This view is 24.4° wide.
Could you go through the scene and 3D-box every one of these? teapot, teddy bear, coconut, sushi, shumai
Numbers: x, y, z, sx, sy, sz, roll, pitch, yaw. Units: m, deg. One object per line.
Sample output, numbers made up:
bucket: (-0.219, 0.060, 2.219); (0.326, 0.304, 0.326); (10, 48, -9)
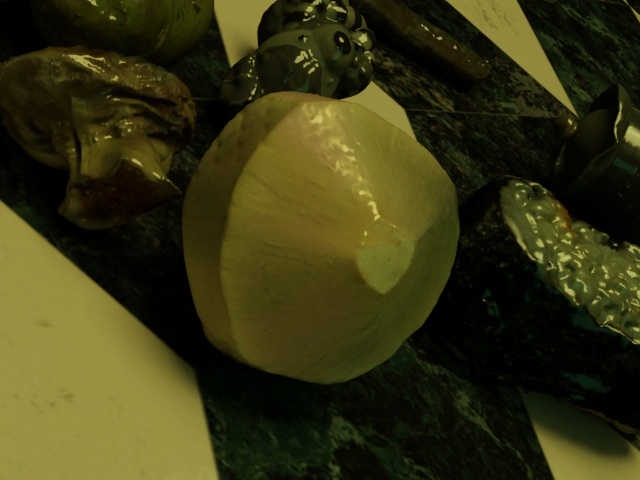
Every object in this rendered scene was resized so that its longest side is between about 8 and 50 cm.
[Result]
teapot: (0.445, -0.110, 2.044); (0.285, 0.223, 0.305); (30, 32, -8)
teddy bear: (-0.005, -0.184, 1.657); (0.171, 0.144, 0.251); (47, 28, -22)
coconut: (0.000, 0.000, 1.281); (0.259, 0.259, 0.259); (31, 30, -20)
sushi: (0.262, 0.080, 1.593); (0.350, 0.171, 0.211); (28, 33, -24)
shumai: (-0.195, -0.085, 1.302); (0.209, 0.161, 0.153); (31, 45, -67)

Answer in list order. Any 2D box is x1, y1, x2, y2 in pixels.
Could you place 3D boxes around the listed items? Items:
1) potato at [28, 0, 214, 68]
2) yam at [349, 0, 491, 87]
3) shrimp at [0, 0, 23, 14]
potato: (-0.201, -0.252, 1.508); (0.176, 0.141, 0.298); (56, 19, -5)
yam: (0.120, -0.293, 2.048); (0.274, 0.061, 0.061); (31, 30, -22)
shrimp: (-0.329, -0.280, 1.481); (0.082, 0.076, 0.174); (-11, 52, -6)
